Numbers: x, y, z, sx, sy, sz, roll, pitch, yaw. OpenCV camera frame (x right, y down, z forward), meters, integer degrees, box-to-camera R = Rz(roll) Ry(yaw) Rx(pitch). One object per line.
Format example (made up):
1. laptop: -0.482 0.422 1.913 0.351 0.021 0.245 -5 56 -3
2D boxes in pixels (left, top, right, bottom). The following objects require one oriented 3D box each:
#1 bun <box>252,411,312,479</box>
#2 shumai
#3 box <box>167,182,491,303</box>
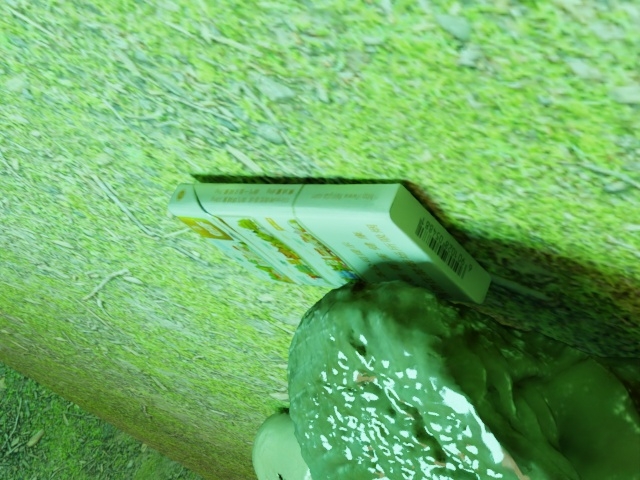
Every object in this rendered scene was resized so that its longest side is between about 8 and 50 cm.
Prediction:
1. bun: 0.020 0.366 1.517 0.287 0.146 0.287 25 162 8
2. shumai: 0.118 0.119 0.715 0.272 0.204 0.222 45 139 18
3. box: 0.000 -0.001 0.732 0.220 0.032 0.122 4 153 44
